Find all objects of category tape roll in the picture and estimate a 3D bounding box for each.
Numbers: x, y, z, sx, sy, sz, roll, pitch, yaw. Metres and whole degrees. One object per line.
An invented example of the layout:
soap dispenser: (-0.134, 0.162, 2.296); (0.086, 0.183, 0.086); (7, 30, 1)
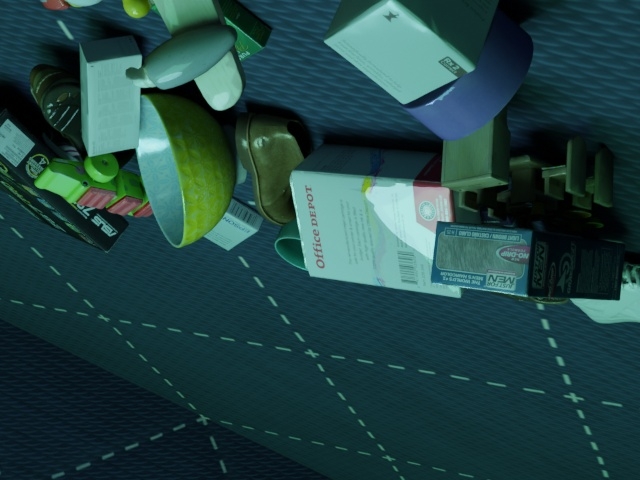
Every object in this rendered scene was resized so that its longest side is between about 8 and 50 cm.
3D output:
tape roll: (0.198, -0.237, 1.501); (0.080, 0.189, 0.189); (34, 151, -24)

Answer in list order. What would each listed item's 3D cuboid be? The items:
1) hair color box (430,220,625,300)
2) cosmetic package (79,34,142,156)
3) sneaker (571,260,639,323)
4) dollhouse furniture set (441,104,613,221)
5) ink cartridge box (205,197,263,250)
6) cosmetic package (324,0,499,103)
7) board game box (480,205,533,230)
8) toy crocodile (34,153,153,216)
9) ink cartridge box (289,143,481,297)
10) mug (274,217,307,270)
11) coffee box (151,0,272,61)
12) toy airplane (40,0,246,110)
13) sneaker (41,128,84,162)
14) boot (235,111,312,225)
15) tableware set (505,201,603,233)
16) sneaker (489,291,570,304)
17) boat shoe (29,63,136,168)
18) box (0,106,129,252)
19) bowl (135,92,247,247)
hair color box: (0.346, 0.036, 1.767); (0.174, 0.105, 0.347); (6, -179, 38)
cosmetic package: (-0.379, -0.258, 1.949); (0.099, 0.060, 0.239); (-14, 147, -22)
sneaker: (0.533, 0.072, 1.914); (0.169, 0.108, 0.292); (32, 153, -25)
dollhouse furniture set: (0.309, -0.141, 1.706); (0.242, 0.161, 0.212); (15, 164, -42)
ink cartridge box: (-0.265, -0.059, 2.345); (0.223, 0.045, 0.224); (31, 152, -17)
cosmetic package: (0.128, -0.311, 1.423); (0.151, 0.183, 0.151); (35, 151, -23)
board game box: (0.289, -0.029, 1.977); (0.170, 0.048, 0.141); (1, 148, 36)
toy crocodile: (-0.398, -0.097, 2.130); (0.341, 0.105, 0.115); (12, 143, -46)
ink cartridge box: (0.121, -0.040, 1.909); (0.306, 0.131, 0.226); (9, 123, 29)
mug: (-0.009, -0.002, 2.199); (0.129, 0.097, 0.158); (-1, 146, 38)
coffee box: (-0.180, -0.357, 1.731); (0.184, 0.040, 0.113); (35, 151, -23)
toy airplane: (-0.240, -0.394, 1.446); (0.386, 0.272, 0.384); (32, 135, 10)
sneaker: (-0.503, -0.183, 2.279); (0.178, 0.077, 0.072); (39, 171, 11)
boot: (-0.067, -0.123, 2.022); (0.115, 0.112, 0.305); (0, 148, 12)
tableware set: (0.379, -0.034, 1.737); (0.154, 0.024, 0.104); (16, 164, -42)
sneaker: (0.404, 0.088, 2.111); (0.188, 0.066, 0.071); (14, 169, 28)
boat shoe: (-0.458, -0.243, 2.098); (0.120, 0.122, 0.324); (47, 173, 25)
box: (-0.635, -0.150, 2.326); (0.318, 0.097, 0.395); (22, 160, 46)
bowl: (-0.228, -0.144, 2.001); (0.156, 0.289, 0.289); (-15, 162, -20)
